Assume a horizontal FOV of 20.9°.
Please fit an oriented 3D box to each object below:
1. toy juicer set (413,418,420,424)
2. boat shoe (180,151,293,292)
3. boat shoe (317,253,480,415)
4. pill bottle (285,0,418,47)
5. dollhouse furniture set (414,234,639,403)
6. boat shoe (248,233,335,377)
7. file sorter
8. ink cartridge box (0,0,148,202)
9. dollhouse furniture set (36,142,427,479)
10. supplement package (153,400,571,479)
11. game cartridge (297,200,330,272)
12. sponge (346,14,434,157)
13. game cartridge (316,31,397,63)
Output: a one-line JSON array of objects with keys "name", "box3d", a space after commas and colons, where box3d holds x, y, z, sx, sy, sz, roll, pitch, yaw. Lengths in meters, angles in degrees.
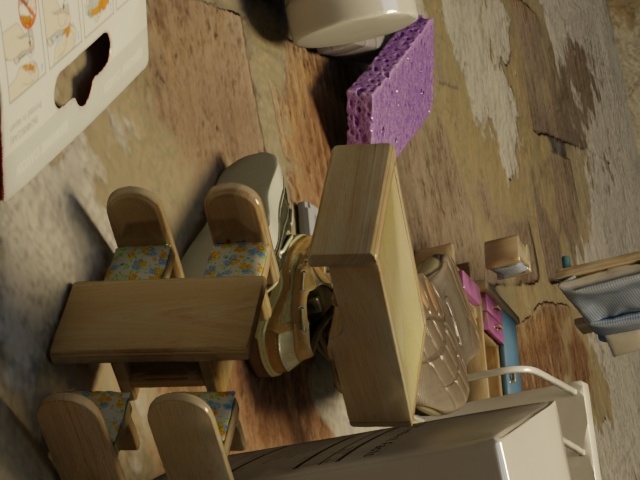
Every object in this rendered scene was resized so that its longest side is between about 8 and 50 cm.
[{"name": "toy juicer set", "box3d": [0.051, 0.275, 1.494, 0.209, 0.089, 0.329, 52, 46, -10]}, {"name": "boat shoe", "box3d": [-0.058, 0.008, 1.434, 0.219, 0.077, 0.070, -73, 144, -56]}, {"name": "boat shoe", "box3d": [0.063, 0.102, 1.613, 0.355, 0.130, 0.132, -20, 91, -77]}, {"name": "pill bottle", "box3d": [0.004, -0.346, 1.675, 0.169, 0.169, 0.301, -1, 79, -69]}, {"name": "dollhouse furniture set", "box3d": [0.303, 0.119, 2.002, 0.286, 0.303, 0.198, 42, 39, -58]}, {"name": "boat shoe", "box3d": [-0.010, 0.055, 1.539, 0.190, 0.072, 0.068, -74, 145, -53]}, {"name": "file sorter", "box3d": [0.166, 0.276, 1.714, 0.173, 0.193, 0.278, 31, 50, -59]}, {"name": "ink cartridge box", "box3d": [-0.218, -0.261, 1.210, 0.308, 0.091, 0.385, -60, 151, -62]}, {"name": "dollhouse furniture set", "box3d": [-0.063, 0.036, 1.154, 0.212, 0.242, 0.161, -78, 161, -47]}, {"name": "supplement package", "box3d": [0.026, 0.231, 1.214, 0.175, 0.293, 0.177, -10, 89, -70]}, {"name": "game cartridge", "box3d": [0.000, 0.000, 1.681, 0.083, 0.017, 0.056, 37, 41, -60]}, {"name": "sponge", "box3d": [0.076, -0.149, 1.851, 0.210, 0.031, 0.117, -54, 149, -53]}, {"name": "game cartridge", "box3d": [0.013, -0.370, 1.875, 0.230, 0.068, 0.355, -6, 84, -66]}]
